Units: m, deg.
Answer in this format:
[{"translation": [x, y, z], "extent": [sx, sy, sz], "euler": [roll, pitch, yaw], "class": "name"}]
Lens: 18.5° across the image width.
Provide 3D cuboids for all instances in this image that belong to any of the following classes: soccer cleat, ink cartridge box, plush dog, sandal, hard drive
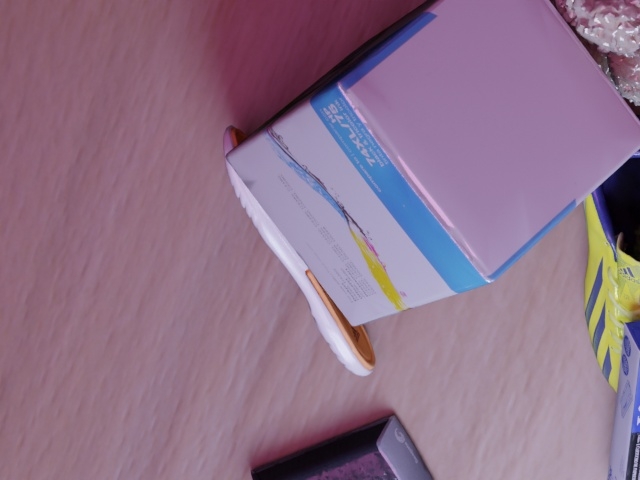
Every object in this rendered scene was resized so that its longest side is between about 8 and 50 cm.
[{"translation": [0.276, 0.033, 1.724], "extent": [0.093, 0.121, 0.289], "euler": [-5, 107, 8], "class": "soccer cleat"}, {"translation": [0.312, 0.158, 1.734], "extent": [0.097, 0.046, 0.207], "euler": [-7, 127, -9], "class": "ink cartridge box"}, {"translation": [0.311, -0.160, 1.649], "extent": [0.225, 0.262, 0.210], "euler": [39, 139, 8], "class": "plush dog"}, {"translation": [0.001, -0.003, 1.781], "extent": [0.076, 0.102, 0.265], "euler": [-28, 106, 13], "class": "sandal"}, {"translation": [0.050, 0.310, 1.861], "extent": [0.172, 0.054, 0.255], "euler": [-22, 98, 13], "class": "hard drive"}, {"translation": [0.088, -0.076, 1.625], "extent": [0.198, 0.270, 0.197], "euler": [-40, 96, -23], "class": "ink cartridge box"}]
